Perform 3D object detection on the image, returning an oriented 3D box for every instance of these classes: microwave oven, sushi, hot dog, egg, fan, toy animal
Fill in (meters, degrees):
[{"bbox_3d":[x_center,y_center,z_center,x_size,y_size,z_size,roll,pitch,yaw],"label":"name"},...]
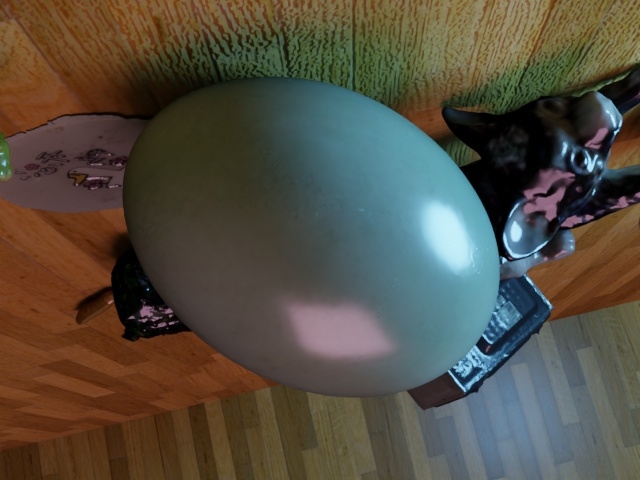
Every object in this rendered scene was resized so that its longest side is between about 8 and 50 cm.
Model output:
[{"bbox_3d":[0.309,0.200,1.798,0.295,0.181,0.237,-37,176,-27],"label":"microwave oven"},{"bbox_3d":[-0.227,0.071,1.199,0.127,0.124,0.225,-10,170,-12],"label":"sushi"},{"bbox_3d":[-0.367,0.109,1.392,0.044,0.028,0.137,-35,-176,-41],"label":"hot dog"},{"bbox_3d":[0.000,0.000,0.801,0.389,0.276,0.276,26,145,-28],"label":"egg"},{"bbox_3d":[-0.172,-0.069,0.949,0.233,0.012,0.415,-25,158,40],"label":"fan"},{"bbox_3d":[0.216,-0.058,0.989,0.303,0.194,0.344,-11,160,-29],"label":"toy animal"}]

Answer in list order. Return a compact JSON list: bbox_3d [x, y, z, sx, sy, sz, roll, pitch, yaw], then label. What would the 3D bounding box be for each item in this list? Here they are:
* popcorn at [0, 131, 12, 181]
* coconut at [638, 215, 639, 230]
[{"bbox_3d":[-0.301,-0.067,0.616,0.126,0.145,0.126,-45,166,-35],"label":"popcorn"},{"bbox_3d":[0.553,-0.086,1.116,0.233,0.245,0.233,24,154,12],"label":"coconut"}]
